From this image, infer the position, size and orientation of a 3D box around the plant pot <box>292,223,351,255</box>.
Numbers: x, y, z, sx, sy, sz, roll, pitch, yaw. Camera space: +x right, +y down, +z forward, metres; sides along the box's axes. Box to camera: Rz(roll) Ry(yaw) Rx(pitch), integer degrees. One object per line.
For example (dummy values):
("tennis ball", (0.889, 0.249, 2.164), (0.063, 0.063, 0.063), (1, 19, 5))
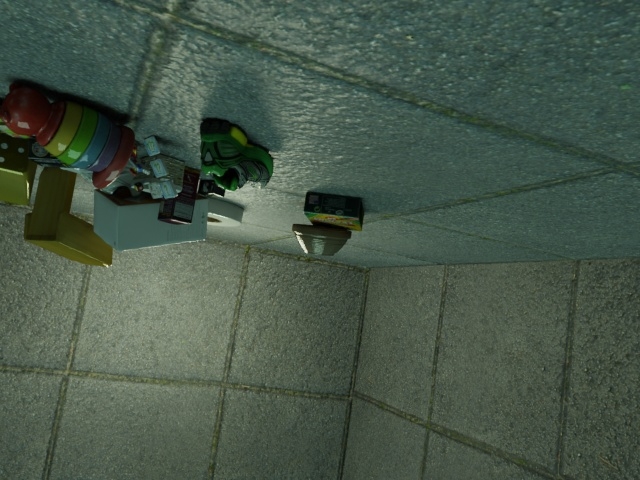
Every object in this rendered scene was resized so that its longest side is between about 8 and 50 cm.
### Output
("plant pot", (0.000, 0.000, 2.201), (0.238, 0.109, 0.237), (8, -175, -1))

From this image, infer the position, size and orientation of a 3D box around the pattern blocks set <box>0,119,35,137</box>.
("pattern blocks set", (-0.775, -0.300, 1.513), (0.325, 0.026, 0.285), (1, 177, 7))

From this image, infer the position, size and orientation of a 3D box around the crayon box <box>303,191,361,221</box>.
("crayon box", (0.060, -0.099, 2.098), (0.202, 0.081, 0.318), (7, 173, 9))

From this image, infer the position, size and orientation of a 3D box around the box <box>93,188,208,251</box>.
("box", (-0.615, -0.092, 2.021), (0.345, 0.168, 0.215), (-10, -154, -42))

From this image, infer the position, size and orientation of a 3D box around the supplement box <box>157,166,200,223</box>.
("supplement box", (-0.484, -0.153, 1.893), (0.081, 0.188, 0.104), (14, 170, -41))

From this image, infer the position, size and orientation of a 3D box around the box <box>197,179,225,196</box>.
("box", (-0.399, -0.190, 2.038), (0.083, 0.052, 0.062), (5, 172, 34))

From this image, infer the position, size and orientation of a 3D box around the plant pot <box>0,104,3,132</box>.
("plant pot", (-0.898, -0.333, 1.490), (0.236, 0.032, 0.236), (-1, 177, 0))

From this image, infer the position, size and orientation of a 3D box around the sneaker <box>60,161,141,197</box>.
("sneaker", (-0.737, -0.225, 1.870), (0.297, 0.129, 0.111), (10, 173, -6))

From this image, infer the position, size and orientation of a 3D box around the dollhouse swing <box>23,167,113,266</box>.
("dollhouse swing", (-0.966, -0.098, 2.193), (0.347, 0.304, 0.315), (1, 156, 43))

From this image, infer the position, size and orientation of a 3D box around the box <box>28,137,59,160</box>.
("box", (-0.744, -0.256, 1.676), (0.216, 0.060, 0.270), (1, -178, -20))

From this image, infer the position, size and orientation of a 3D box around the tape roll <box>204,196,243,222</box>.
("tape roll", (-0.547, -0.136, 2.536), (0.392, 0.072, 0.392), (9, 172, 1))

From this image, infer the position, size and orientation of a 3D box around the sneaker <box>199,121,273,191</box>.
("sneaker", (-0.231, -0.194, 1.476), (0.134, 0.146, 0.343), (6, 173, 19))

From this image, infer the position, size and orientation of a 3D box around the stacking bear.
("stacking bear", (-0.623, -0.269, 1.350), (0.164, 0.175, 0.289), (-11, 153, 43))

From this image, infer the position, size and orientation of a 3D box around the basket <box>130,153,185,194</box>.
("basket", (-0.530, -0.214, 1.812), (0.113, 0.103, 0.167), (15, 169, -40))

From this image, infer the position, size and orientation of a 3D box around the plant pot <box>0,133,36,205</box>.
("plant pot", (-0.981, -0.256, 1.703), (0.212, 0.212, 0.187), (13, 157, -31))

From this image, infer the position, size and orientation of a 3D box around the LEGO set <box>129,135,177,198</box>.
("LEGO set", (-0.525, -0.203, 1.643), (0.060, 0.182, 0.244), (-29, -162, -35))
